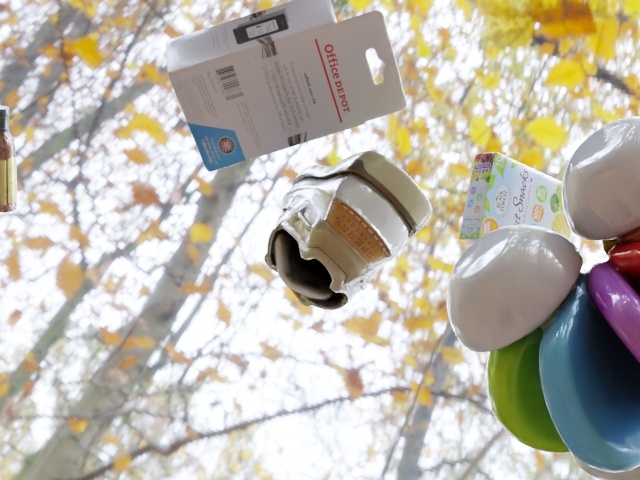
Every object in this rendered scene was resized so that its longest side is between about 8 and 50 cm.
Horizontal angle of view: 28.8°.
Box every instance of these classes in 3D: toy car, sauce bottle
[{"bbox_3d":[0.166,0.041,0.615,0.182,0.136,0.159,-42,-72,1],"label":"toy car"},{"bbox_3d":[-0.389,-0.099,1.514,0.042,0.042,0.128,8,-75,13],"label":"sauce bottle"}]

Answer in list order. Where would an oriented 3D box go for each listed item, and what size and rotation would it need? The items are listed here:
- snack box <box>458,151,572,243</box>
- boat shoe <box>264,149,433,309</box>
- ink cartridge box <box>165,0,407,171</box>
[{"bbox_3d":[0.225,-0.030,1.400,0.141,0.100,0.037,20,-14,-34],"label":"snack box"},{"bbox_3d":[0.000,0.000,1.106,0.113,0.103,0.302,44,-14,-1],"label":"boat shoe"},{"bbox_3d":[-0.028,-0.138,1.045,0.180,0.060,0.104,-17,-52,3],"label":"ink cartridge box"}]
